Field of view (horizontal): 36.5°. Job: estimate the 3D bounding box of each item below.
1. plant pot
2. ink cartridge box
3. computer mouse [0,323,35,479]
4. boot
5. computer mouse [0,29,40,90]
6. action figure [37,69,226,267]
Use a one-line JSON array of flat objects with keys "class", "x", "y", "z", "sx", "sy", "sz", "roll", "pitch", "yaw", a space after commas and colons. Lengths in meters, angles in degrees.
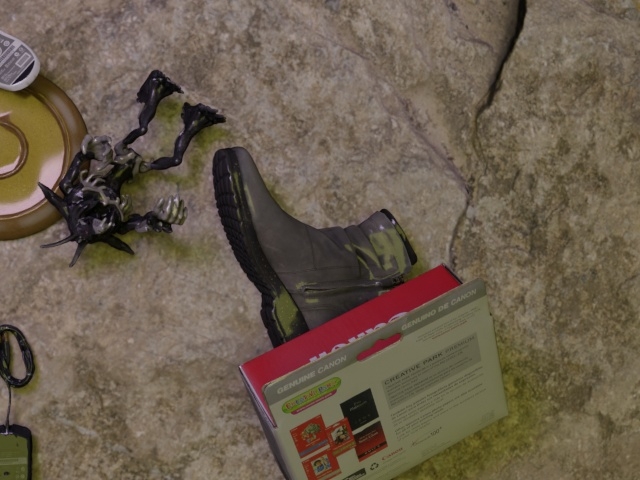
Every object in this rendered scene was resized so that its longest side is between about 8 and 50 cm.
[{"class": "plant pot", "x": -0.424, "y": -0.118, "z": 1.278, "sx": 0.236, "sy": 0.032, "sz": 0.236, "roll": 0, "pitch": 88, "yaw": -12}, {"class": "ink cartridge box", "x": 0.069, "y": 0.173, "z": 1.252, "sx": 0.309, "sy": 0.130, "sz": 0.271, "roll": -26, "pitch": 130, "yaw": -12}, {"class": "computer mouse", "x": -0.409, "y": 0.231, "z": 1.270, "sx": 0.071, "sy": 0.041, "sz": 0.242, "roll": 2, "pitch": 81, "yaw": -10}, {"class": "boot", "x": 0.000, "y": 0.000, "z": 1.330, "sx": 0.223, "sy": 0.118, "sz": 0.338, "roll": -24, "pitch": 105, "yaw": -14}, {"class": "computer mouse", "x": -0.442, "y": -0.250, "z": 1.259, "sx": 0.193, "sy": 0.042, "sz": 0.106, "roll": 37, "pitch": 75, "yaw": 11}, {"class": "action figure", "x": -0.250, "y": -0.084, "z": 1.256, "sx": 0.164, "sy": 0.141, "sz": 0.275, "roll": 38, "pitch": 78, "yaw": -25}]
